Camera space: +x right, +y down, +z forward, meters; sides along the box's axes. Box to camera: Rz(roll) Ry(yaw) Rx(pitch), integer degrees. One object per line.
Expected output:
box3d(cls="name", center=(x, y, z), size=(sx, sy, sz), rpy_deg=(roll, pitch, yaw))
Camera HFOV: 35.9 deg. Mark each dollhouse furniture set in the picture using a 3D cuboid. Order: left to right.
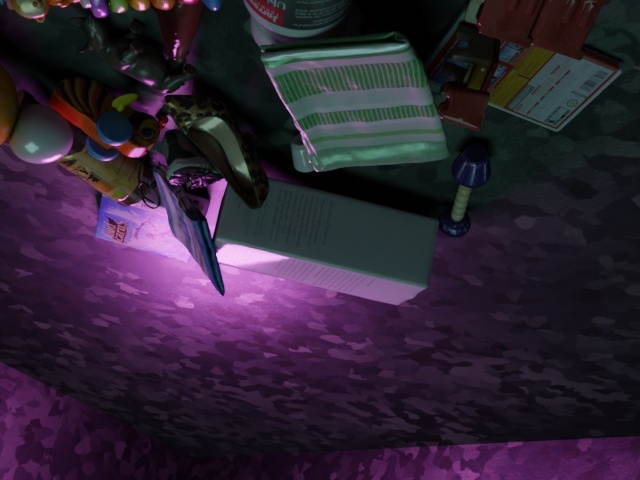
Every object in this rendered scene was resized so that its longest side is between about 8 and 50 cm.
box3d(cls="dollhouse furniture set", center=(0.288, -0.299, 1.456), size=(0.152, 0.201, 0.374), rpy_deg=(14, 145, -1))

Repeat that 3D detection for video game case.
box3d(cls="video game case", center=(-0.411, -0.051, 2.385), size=(0.244, 0.061, 0.269), rpy_deg=(18, 151, -8))
box3d(cls="video game case", center=(0.333, -0.290, 1.677), size=(0.285, 0.025, 0.204), rpy_deg=(19, 151, -12))

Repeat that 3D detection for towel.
box3d(cls="towel", center=(-0.286, -0.026, 2.137), size=(0.034, 0.285, 0.209), rpy_deg=(-23, 127, -16))
box3d(cls="towel", center=(0.061, -0.214, 1.589), size=(0.248, 0.038, 0.325), rpy_deg=(-4, 150, 16))

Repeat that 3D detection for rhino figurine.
box3d(cls="rhino figurine", center=(-0.351, -0.346, 1.815), size=(0.243, 0.073, 0.106), rpy_deg=(25, 147, -17))

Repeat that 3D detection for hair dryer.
box3d(cls="hair dryer", center=(-0.295, -0.426, 1.669), size=(0.223, 0.080, 0.293), rpy_deg=(3, 142, 36))

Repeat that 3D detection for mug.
box3d(cls="mug", center=(-0.027, -0.186, 1.998), size=(0.062, 0.078, 0.064), rpy_deg=(34, 157, 36))

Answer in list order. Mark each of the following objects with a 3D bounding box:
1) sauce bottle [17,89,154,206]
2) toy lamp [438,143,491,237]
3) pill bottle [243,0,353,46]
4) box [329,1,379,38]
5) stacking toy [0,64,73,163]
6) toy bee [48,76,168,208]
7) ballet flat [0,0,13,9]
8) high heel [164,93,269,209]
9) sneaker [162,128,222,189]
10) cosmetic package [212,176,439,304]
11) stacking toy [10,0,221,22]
box3d(cls="sauce bottle", center=(-0.517, -0.198, 2.115), size=(0.111, 0.111, 0.344), rpy_deg=(-15, 140, 41))
box3d(cls="toy lamp", center=(0.290, -0.102, 1.987), size=(0.080, 0.080, 0.275), rpy_deg=(12, 154, 3))
box3d(cls="pill bottle", center=(-0.027, -0.412, 1.448), size=(0.176, 0.176, 0.318), rpy_deg=(14, 152, -1))
box3d(cls="box", center=(0.054, -0.272, 1.697), size=(0.127, 0.149, 0.232), rpy_deg=(-11, 144, 35))
box3d(cls="stacking toy", center=(-0.691, -0.270, 1.851), size=(0.480, 0.351, 0.350), rpy_deg=(19, 152, -25))
box3d(cls="toy bee", center=(-0.399, -0.224, 2.009), size=(0.195, 0.162, 0.298), rpy_deg=(-6, 122, 46))
box3d(cls="ballet flat", center=(-0.455, -0.420, 1.530), size=(0.106, 0.108, 0.316), rpy_deg=(-5, -169, -14))
box3d(cls="high heel", center=(-0.196, -0.172, 1.910), size=(0.093, 0.186, 0.261), rpy_deg=(-31, 143, 25))
box3d(cls="sneaker", center=(-0.257, -0.169, 2.042), size=(0.100, 0.108, 0.271), rpy_deg=(-20, 174, 6))
box3d(cls="cosmetic package", center=(0.000, 0.000, 2.133), size=(0.453, 0.161, 0.230), rpy_deg=(14, 165, -8))
box3d(cls="stacking toy", center=(-0.308, -0.393, 1.451), size=(0.302, 0.166, 0.175), rpy_deg=(-22, 129, -12))
